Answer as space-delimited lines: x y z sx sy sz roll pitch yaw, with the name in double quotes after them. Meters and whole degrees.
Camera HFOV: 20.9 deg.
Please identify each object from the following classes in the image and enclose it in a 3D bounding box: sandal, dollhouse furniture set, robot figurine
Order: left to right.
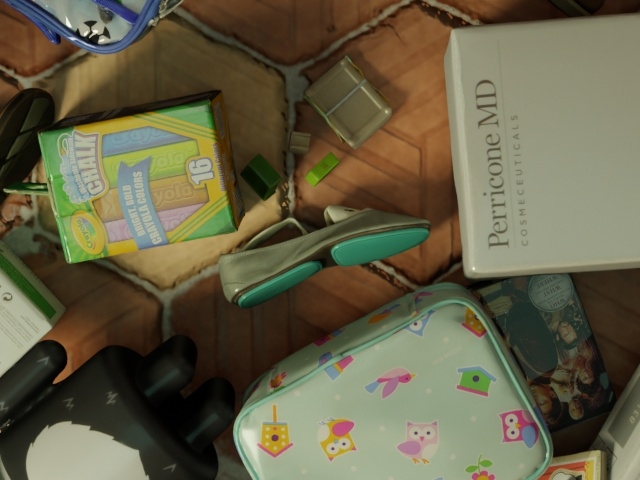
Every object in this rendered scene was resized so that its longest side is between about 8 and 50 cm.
-0.336 -0.059 1.685 0.060 0.090 0.219 37 106 17 "sandal"
-0.211 0.214 1.668 0.278 0.173 0.209 -39 61 6 "robot figurine"
-0.006 -0.102 1.693 0.152 0.058 0.076 -43 89 -13 "dollhouse furniture set"

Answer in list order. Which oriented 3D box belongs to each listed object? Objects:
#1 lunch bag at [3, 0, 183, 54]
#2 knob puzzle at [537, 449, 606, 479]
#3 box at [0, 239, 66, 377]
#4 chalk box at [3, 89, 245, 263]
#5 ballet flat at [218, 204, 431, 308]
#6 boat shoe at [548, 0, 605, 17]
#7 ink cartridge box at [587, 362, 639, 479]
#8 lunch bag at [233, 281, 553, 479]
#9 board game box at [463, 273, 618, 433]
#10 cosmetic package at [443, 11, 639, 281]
-0.245 -0.319 1.618 0.303 0.115 0.243 33 100 -3 "lunch bag"
0.198 0.299 1.685 0.030 0.213 0.213 20 100 -32 "knob puzzle"
-0.322 0.073 1.692 0.102 0.087 0.101 -42 96 6 "box"
-0.190 -0.057 1.648 0.213 0.132 0.132 -11 99 4 "chalk box"
0.000 0.000 1.690 0.213 0.072 0.068 -21 68 1 "ballet flat"
0.172 -0.335 1.609 0.104 0.111 0.307 -44 96 8 "boat shoe"
0.429 0.295 1.734 0.385 0.091 0.308 24 101 -21 "ink cartridge box"
0.068 0.189 1.653 0.279 0.108 0.224 -30 101 6 "lunch bag"
0.154 0.130 1.718 0.243 0.042 0.165 -21 98 4 "board game box"
0.351 -0.094 1.602 0.453 0.161 0.230 -5 86 2 "cosmetic package"
